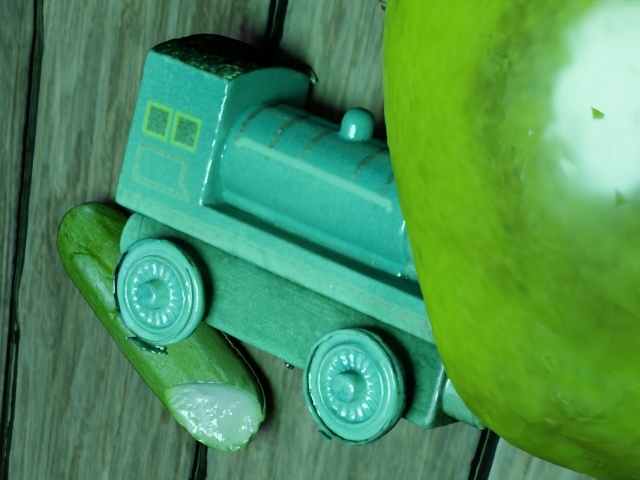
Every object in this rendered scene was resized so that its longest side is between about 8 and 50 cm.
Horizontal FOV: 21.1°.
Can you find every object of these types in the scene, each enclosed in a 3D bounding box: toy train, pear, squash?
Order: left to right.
[{"bbox_3d":[-0.120,0.062,1.266,0.239,0.069,0.069,49,138,23],"label":"squash"},{"bbox_3d":[0.000,0.000,1.052,0.298,0.120,0.194,23,107,32],"label":"toy train"},{"bbox_3d":[0.200,-0.088,0.609,0.352,0.352,0.413,41,111,30],"label":"pear"}]

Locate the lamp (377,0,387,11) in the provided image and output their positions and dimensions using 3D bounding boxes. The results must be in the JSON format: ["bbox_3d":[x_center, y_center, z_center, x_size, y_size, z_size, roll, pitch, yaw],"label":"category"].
[{"bbox_3d":[0.068,-0.132,0.986,0.083,0.031,0.063,-23,90,47],"label":"lamp"}]

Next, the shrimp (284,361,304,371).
[{"bbox_3d":[-0.021,0.020,1.158,0.091,0.034,0.161,-27,85,51],"label":"shrimp"}]
